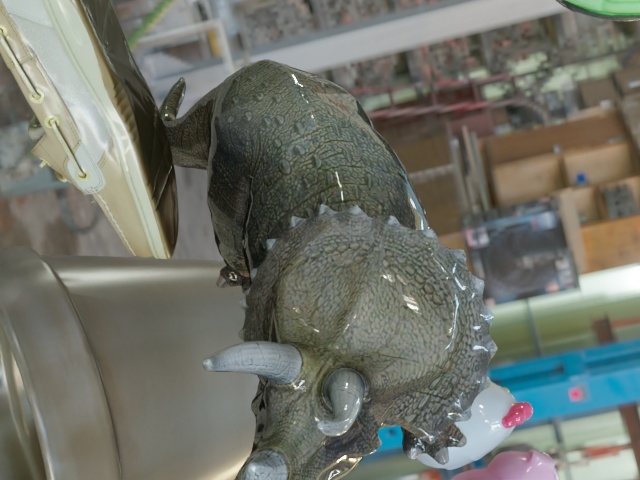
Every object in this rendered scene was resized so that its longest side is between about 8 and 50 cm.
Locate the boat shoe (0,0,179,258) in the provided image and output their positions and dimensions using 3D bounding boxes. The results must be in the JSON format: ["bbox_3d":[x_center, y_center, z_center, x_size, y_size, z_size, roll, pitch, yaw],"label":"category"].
[{"bbox_3d":[-0.091,-0.048,0.470,0.050,0.045,0.135,-88,164,-56],"label":"boat shoe"}]

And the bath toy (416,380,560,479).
[{"bbox_3d":[0.207,0.286,1.290,0.348,0.129,0.151,65,30,-18],"label":"bath toy"}]

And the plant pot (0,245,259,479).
[{"bbox_3d":[-0.177,0.143,1.174,0.323,0.280,0.323,33,-51,52],"label":"plant pot"}]

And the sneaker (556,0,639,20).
[{"bbox_3d":[0.401,-0.314,1.169,0.185,0.483,0.202,55,-22,16],"label":"sneaker"}]

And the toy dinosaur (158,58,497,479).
[{"bbox_3d":[0.000,0.000,0.496,0.313,0.121,0.160,-104,-166,-47],"label":"toy dinosaur"}]
